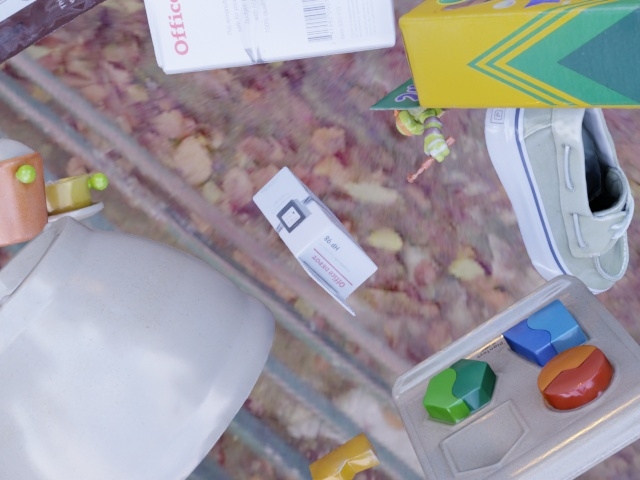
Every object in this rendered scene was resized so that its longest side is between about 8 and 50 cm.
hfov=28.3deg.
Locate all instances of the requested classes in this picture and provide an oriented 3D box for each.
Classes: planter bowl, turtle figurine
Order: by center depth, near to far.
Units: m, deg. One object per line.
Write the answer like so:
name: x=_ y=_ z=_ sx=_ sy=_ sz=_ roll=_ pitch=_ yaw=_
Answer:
planter bowl: x=-0.117 y=0.058 z=0.617 sx=0.162 sy=0.162 sz=0.109 roll=-43 pitch=107 yaw=11
turtle figurine: x=0.169 y=-0.213 z=1.708 sx=0.087 sy=0.269 sz=0.217 roll=37 pitch=122 yaw=-17

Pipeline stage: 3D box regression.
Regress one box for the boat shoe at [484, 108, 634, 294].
boat shoe: x=0.244 y=-0.035 z=1.199 sx=0.094 sy=0.302 sz=0.109 roll=11 pitch=65 yaw=36

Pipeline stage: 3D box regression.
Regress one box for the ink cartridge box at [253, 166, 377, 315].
ink cartridge box: x=0.000 y=0.000 z=1.518 sx=0.060 sy=0.180 sz=0.104 roll=-43 pitch=131 yaw=4

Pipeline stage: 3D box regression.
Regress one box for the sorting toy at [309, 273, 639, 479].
sorting toy: x=0.130 y=0.155 z=1.099 sx=0.307 sy=0.229 sz=0.041 roll=-33 pitch=116 yaw=4

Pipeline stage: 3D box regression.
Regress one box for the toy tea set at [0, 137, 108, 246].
toy tea set: x=-0.416 y=-0.052 z=1.398 sx=0.336 sy=0.200 sz=0.124 roll=-10 pitch=99 yaw=12

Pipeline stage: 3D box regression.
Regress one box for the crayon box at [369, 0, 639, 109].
crayon box: x=0.210 y=-0.178 z=0.994 sx=0.323 sy=0.203 sz=0.083 roll=4 pitch=121 yaw=40

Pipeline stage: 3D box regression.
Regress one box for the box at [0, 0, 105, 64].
box: x=-0.235 y=-0.253 z=0.876 sx=0.167 sy=0.203 sz=0.168 roll=-30 pitch=132 yaw=5

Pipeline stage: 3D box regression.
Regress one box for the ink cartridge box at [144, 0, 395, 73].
ink cartridge box: x=-0.062 y=-0.324 z=1.487 sx=0.283 sy=0.117 sz=0.207 roll=-6 pitch=117 yaw=5
